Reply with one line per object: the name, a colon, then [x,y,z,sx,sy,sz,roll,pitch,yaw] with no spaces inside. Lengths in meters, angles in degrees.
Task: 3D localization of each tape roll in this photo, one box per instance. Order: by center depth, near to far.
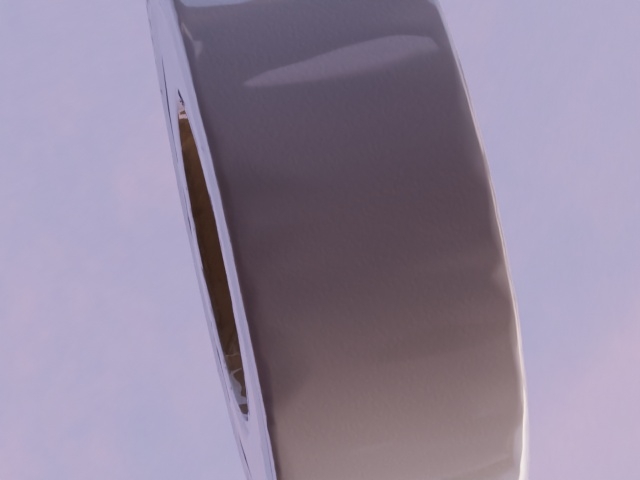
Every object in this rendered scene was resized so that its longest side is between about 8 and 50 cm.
tape roll: [0.000,0.000,0.779,0.100,0.286,0.286,-12,-79,-8]
